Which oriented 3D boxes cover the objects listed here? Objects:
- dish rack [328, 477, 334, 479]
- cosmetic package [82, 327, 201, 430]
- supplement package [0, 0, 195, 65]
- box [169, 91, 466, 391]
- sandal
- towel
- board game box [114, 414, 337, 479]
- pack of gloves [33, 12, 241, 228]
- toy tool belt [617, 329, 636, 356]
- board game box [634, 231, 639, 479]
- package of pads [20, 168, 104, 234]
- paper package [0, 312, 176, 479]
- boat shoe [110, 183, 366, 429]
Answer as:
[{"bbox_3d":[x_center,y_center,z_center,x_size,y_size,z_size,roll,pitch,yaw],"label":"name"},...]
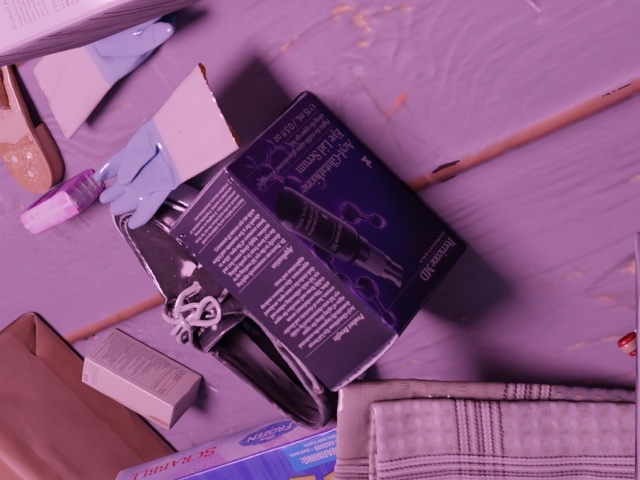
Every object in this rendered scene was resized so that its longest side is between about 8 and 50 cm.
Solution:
[{"bbox_3d":[0.170,0.307,1.380,0.285,0.072,0.333,-28,105,15],"label":"dish rack"},{"bbox_3d":[-0.192,0.149,1.558,0.115,0.060,0.041,28,133,15],"label":"cosmetic package"},{"bbox_3d":[-0.201,-0.264,1.153,0.262,0.198,0.199,-14,98,38],"label":"supplement package"},{"bbox_3d":[0.000,0.000,1.269,0.207,0.153,0.108,43,133,-2],"label":"box"},{"bbox_3d":[-0.348,-0.140,1.440,0.088,0.079,0.240,-19,110,39],"label":"sandal"},{"bbox_3d":[0.166,0.274,1.301,0.324,0.056,0.312,2,112,6],"label":"towel"},{"bbox_3d":[-0.012,0.337,1.506,0.318,0.066,0.318,-21,109,20],"label":"board game box"},{"bbox_3d":[-0.162,-0.130,1.342,0.232,0.046,0.195,-33,83,49],"label":"pack of gloves"},{"bbox_3d":[0.293,0.090,1.214,0.083,0.052,0.051,-34,91,43],"label":"toy tool belt"},{"bbox_3d":[0.358,0.138,1.129,0.224,0.097,0.303,-2,123,10],"label":"board game box"},{"bbox_3d":[-0.263,-0.038,1.477,0.083,0.050,0.032,-24,106,40],"label":"package of pads"},{"bbox_3d":[-0.346,0.294,1.684,0.309,0.168,0.325,44,133,-4],"label":"paper package"},{"bbox_3d":[-0.097,0.065,1.406,0.306,0.105,0.113,45,133,-3],"label":"boat shoe"}]
